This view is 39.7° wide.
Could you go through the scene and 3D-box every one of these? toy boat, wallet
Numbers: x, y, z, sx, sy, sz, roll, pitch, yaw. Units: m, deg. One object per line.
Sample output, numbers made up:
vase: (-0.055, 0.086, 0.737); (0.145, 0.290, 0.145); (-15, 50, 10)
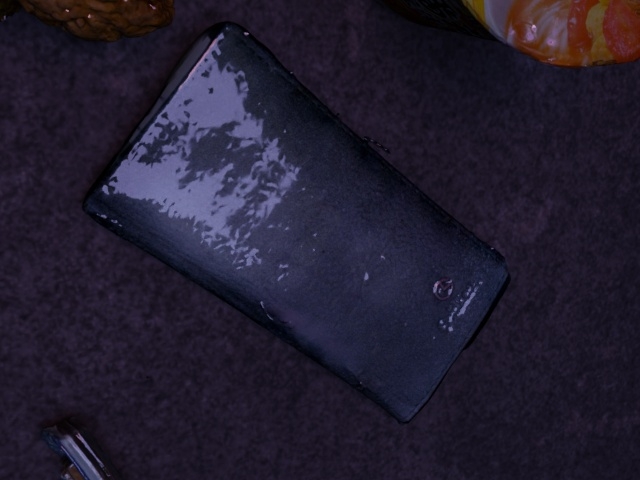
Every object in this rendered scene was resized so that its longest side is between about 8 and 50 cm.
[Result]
toy boat: (-0.190, 0.213, 0.726); (0.066, 0.059, 0.140); (-37, 117, -23)
wallet: (0.000, 0.000, 0.759); (0.379, 0.046, 0.191); (37, 89, -27)

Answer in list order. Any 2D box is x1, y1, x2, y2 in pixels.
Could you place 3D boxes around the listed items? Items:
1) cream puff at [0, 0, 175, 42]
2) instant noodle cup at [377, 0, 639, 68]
cream puff: (-0.192, -0.215, 0.575); (0.169, 0.183, 0.183); (-9, 109, 6)
instant noodle cup: (0.141, -0.265, 0.662); (0.264, 0.200, 0.264); (-6, 105, -22)
